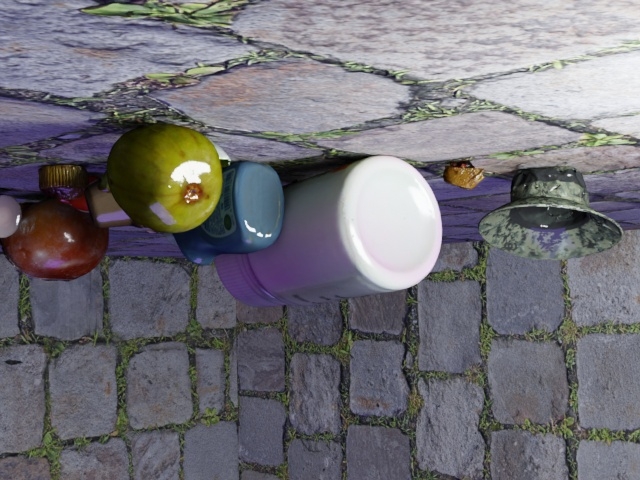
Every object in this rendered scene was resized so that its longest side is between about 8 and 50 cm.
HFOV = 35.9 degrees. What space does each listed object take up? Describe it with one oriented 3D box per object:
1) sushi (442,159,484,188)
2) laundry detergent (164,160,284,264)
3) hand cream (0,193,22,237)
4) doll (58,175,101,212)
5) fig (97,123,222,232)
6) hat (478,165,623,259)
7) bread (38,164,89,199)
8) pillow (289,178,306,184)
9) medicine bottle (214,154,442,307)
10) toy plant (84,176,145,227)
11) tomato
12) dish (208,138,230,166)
[{"bbox_3d":[0.232,-0.110,1.620,0.050,0.047,0.099,15,-175,-33],"label":"sushi"},{"bbox_3d":[-0.173,-0.036,1.655,0.094,0.143,0.290,1,169,-35],"label":"laundry detergent"},{"bbox_3d":[-0.683,-0.060,1.894,0.248,0.083,0.133,9,-179,31],"label":"hand cream"},{"bbox_3d":[-0.375,-0.070,1.771,0.142,0.076,0.245,-2,172,20],"label":"doll"},{"bbox_3d":[-0.204,-0.090,1.262,0.142,0.148,0.186,-14,-140,-19],"label":"fig"},{"bbox_3d":[0.401,-0.065,1.731,0.265,0.128,0.265,3,162,1],"label":"hat"},{"bbox_3d":[-0.413,-0.091,1.587,0.085,0.053,0.085,-1,176,0],"label":"bread"},{"bbox_3d":[0.010,-0.087,1.838,0.185,0.043,0.118,5,170,-30],"label":"pillow"},{"bbox_3d":[0.000,0.000,1.665,0.219,0.219,0.388,2,169,-38],"label":"medicine bottle"},{"bbox_3d":[-0.265,-0.080,1.546,0.200,0.105,0.143,-20,162,-16],"label":"toy plant"},{"bbox_3d":[-0.512,-0.020,1.976,0.155,0.180,0.214,-25,172,31],"label":"tomato"},{"bbox_3d":[-0.174,-0.120,1.380,0.091,0.039,0.137,-6,177,-8],"label":"dish"}]
